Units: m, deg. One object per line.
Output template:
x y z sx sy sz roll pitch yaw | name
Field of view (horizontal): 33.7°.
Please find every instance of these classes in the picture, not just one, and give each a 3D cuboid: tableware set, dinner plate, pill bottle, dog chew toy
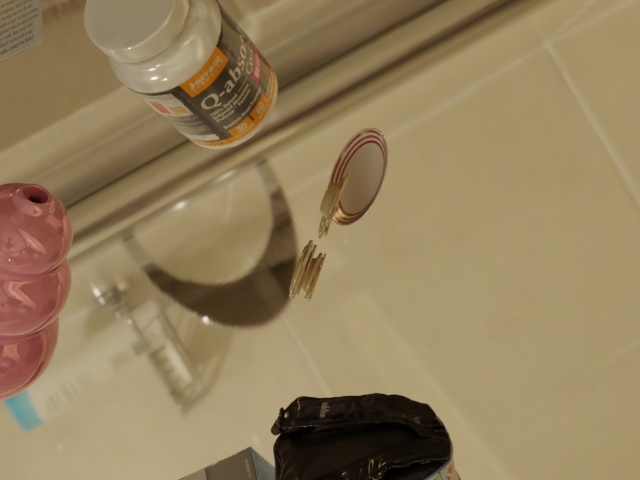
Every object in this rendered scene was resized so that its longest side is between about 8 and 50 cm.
0.000 0.000 1.154 0.020 0.141 0.168 20 176 4 | tableware set
0.054 -0.086 1.448 0.017 0.141 0.141 17 -164 -28 | dinner plate
-0.179 -0.242 1.391 0.162 0.162 0.278 56 -173 27 | pill bottle
-0.421 0.060 1.384 0.206 0.207 0.331 55 129 31 | dog chew toy

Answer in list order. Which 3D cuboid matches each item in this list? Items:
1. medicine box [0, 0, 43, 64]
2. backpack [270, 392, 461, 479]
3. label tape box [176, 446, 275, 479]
-0.456 -0.354 1.144 0.149 0.264 0.289 -55 -25 -56 | medicine box
0.076 0.359 1.555 0.276 0.263 0.213 -103 -8 -62 | backpack
-0.214 0.522 1.900 0.249 0.348 0.115 53 -164 -51 | label tape box
